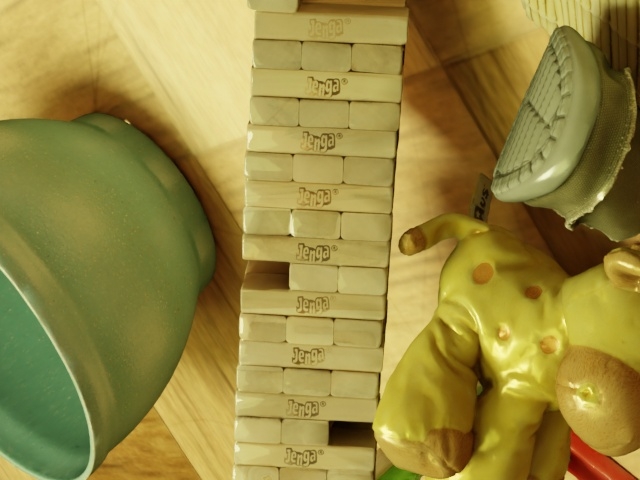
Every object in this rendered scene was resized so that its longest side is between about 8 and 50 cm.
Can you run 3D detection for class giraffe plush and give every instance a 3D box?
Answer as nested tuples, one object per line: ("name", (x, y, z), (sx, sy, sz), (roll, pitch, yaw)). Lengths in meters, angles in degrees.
("giraffe plush", (0.153, 0.066, 1.097), (0.170, 0.181, 0.210), (3, 91, 40))

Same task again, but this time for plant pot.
("plant pot", (-0.208, 0.019, 1.468), (0.293, 0.196, 0.293), (35, 147, 27))

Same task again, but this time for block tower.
("block tower", (0.000, 0.000, 1.133), (0.097, 0.091, 0.335), (2, 110, 3))

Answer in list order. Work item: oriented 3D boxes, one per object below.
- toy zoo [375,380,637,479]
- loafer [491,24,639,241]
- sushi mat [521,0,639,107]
("toy zoo", (0.152, 0.224, 1.200), (0.293, 0.192, 0.030), (39, 148, 21))
("loafer", (0.143, -0.051, 0.957), (0.087, 0.094, 0.251), (22, -175, 3))
("sushi mat", (0.139, -0.125, 0.874), (0.151, 0.019, 0.316), (44, 177, 18))
